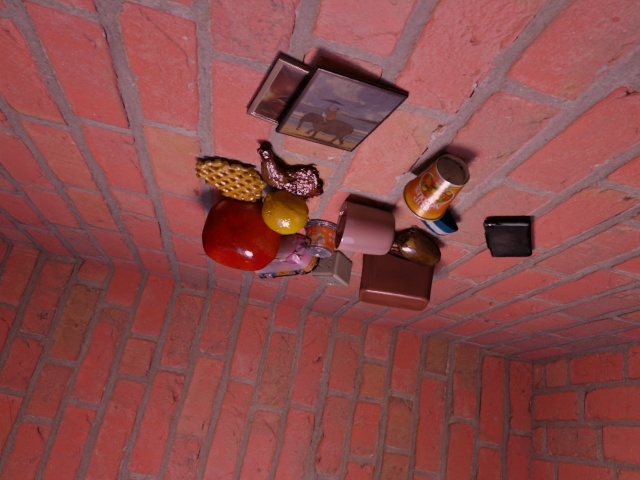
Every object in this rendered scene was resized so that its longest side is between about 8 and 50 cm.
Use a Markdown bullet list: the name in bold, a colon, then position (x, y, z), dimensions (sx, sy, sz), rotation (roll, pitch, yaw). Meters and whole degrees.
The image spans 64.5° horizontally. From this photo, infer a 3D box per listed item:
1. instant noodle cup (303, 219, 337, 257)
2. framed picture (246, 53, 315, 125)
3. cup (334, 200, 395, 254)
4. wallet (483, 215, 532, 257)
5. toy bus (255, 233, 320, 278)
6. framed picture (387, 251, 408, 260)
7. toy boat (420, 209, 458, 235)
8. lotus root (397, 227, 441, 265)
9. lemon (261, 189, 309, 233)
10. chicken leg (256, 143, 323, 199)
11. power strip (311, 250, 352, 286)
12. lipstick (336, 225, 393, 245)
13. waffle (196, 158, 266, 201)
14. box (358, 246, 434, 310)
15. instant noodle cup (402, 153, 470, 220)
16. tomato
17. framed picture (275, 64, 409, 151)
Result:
- **instant noodle cup**: position (0.000, 0.000, 2.242), dimensions (0.208, 0.125, 0.177), rotation (14, 159, -8)
- **framed picture**: position (-0.068, -0.392, 1.427), dimensions (0.211, 0.020, 0.289), rotation (18, 157, -20)
- **cup**: position (0.168, -0.035, 1.998), dimensions (0.200, 0.191, 0.253), rotation (11, 167, -9)
- **wallet**: position (0.733, -0.008, 1.977), dimensions (0.172, 0.045, 0.318), rotation (-3, 155, 24)
- **toy bus**: position (-0.189, 0.077, 2.476), dimensions (0.386, 0.171, 0.162), rotation (-8, 148, 40)
- **framed picture**: position (0.278, 0.045, 2.190), dimensions (0.199, 0.010, 0.195), rotation (23, -177, 28)
- **toy boat**: position (0.432, -0.084, 1.868), dimensions (0.061, 0.096, 0.299), rotation (-15, 150, 32)
- **lotus root**: position (0.419, 0.039, 2.146), dimensions (0.241, 0.123, 0.124), rotation (30, 162, -34)
- **lemon**: position (-0.139, -0.112, 1.967), dimensions (0.206, 0.173, 0.173), rotation (41, 147, -25)
- **chicken leg**: position (-0.112, -0.232, 1.790), dimensions (0.322, 0.083, 0.177), rotation (21, 148, -28)
- **power strip**: position (0.074, 0.155, 2.582), dimensions (0.140, 0.139, 0.224), rotation (-3, 155, 30)
- **lipstick**: position (0.194, -0.025, 2.178), dimensions (0.264, 0.059, 0.059), rotation (21, 157, -23)
- **waffle**: position (-0.341, -0.227, 1.936), dimensions (0.291, 0.051, 0.291), rotation (9, 156, 4)
- **box**: position (0.353, 0.180, 2.386), dimensions (0.339, 0.229, 0.239), rotation (9, 160, 6)
- **instant noodle cup**: position (0.374, -0.175, 1.600), dimensions (0.168, 0.168, 0.185), rotation (16, 151, -12)
- **tomato**: position (-0.328, -0.026, 2.135), dimensions (0.325, 0.293, 0.290), rotation (19, 171, 5)
- **framed picture**: position (0.046, -0.355, 1.426), dimensions (0.265, 0.016, 0.347), rotation (11, 160, -21)
